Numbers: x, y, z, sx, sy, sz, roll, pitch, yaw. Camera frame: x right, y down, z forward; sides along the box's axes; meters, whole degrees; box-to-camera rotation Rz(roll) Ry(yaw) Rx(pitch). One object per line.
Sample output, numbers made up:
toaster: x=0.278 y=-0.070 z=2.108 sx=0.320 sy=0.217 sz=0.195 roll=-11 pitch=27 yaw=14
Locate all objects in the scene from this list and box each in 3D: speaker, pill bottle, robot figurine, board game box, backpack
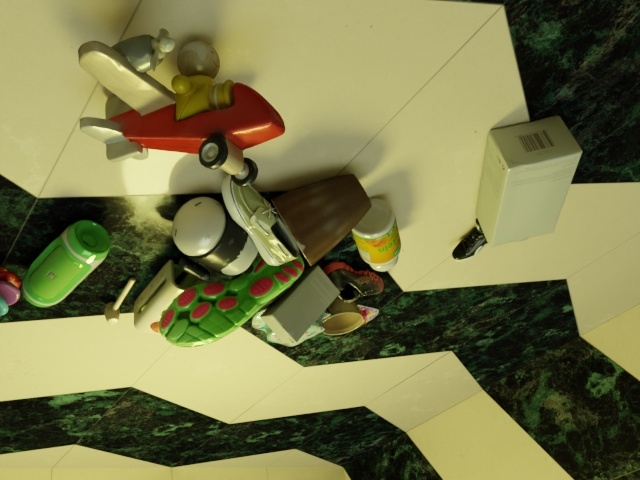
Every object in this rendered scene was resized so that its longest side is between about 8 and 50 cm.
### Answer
speaker: x=-0.701 y=0.067 z=1.581 sx=0.296 sy=0.131 sz=0.131 roll=-37 pitch=139 yaw=29
pill bottle: x=0.176 y=-0.007 z=1.778 sx=0.136 sy=0.137 sz=0.246 roll=-18 pitch=145 yaw=5
robot figurine: x=-0.281 y=-0.007 z=1.592 sx=0.173 sy=0.209 sz=0.278 roll=-14 pitch=149 yaw=29
board game box: x=0.153 y=0.312 z=2.301 sx=0.168 sy=0.033 sz=0.133 roll=18 pitch=133 yaw=-37
backpack: x=-0.117 y=0.247 z=1.993 sx=0.225 sy=0.191 sz=0.253 roll=-32 pitch=138 yaw=28

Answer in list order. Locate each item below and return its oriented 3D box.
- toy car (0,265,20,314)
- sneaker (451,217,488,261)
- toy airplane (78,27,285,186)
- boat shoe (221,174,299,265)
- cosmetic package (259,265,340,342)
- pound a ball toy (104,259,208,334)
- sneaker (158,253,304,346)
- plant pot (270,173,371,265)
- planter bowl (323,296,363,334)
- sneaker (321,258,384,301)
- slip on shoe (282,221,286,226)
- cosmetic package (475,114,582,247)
toy car: x=-0.893 y=0.141 z=1.574 sx=0.136 sy=0.182 sz=0.159 roll=-8 pitch=130 yaw=-16
sneaker: x=0.521 y=-0.021 z=1.942 sx=0.216 sy=0.079 sz=0.121 roll=-34 pitch=138 yaw=13
toy airplane: x=-0.290 y=-0.276 z=1.184 sx=0.384 sy=0.273 sz=0.386 roll=15 pitch=173 yaw=-20
boat shoe: x=-0.155 y=-0.060 z=1.555 sx=0.094 sy=0.109 sz=0.302 roll=-13 pitch=126 yaw=28
cosmetic package: x=-0.064 y=0.204 z=1.839 sx=0.238 sy=0.127 sz=0.107 roll=-43 pitch=-166 yaw=-26
pound a ball toy: x=-0.522 y=0.199 z=1.818 sx=0.208 sy=0.136 sz=0.319 roll=17 pitch=134 yaw=-37
sneaker: x=-0.253 y=0.189 z=1.746 sx=0.482 sy=0.185 sz=0.202 roll=-27 pitch=159 yaw=-28
plant pot: x=0.016 y=-0.081 z=1.589 sx=0.230 sy=0.215 sz=0.215 roll=-32 pitch=144 yaw=-1
planter bowl: x=0.068 y=0.262 z=2.136 sx=0.161 sy=0.109 sz=0.162 roll=-9 pitch=145 yaw=-7
sneaker: x=0.124 y=0.161 z=1.995 sx=0.276 sy=0.135 sz=0.097 roll=20 pitch=131 yaw=-40
slip on shoe: x=-0.145 y=-0.052 z=1.682 sx=0.041 sy=0.052 sz=0.135 roll=-28 pitch=151 yaw=15
cosmetic package: x=0.598 y=-0.161 z=1.703 sx=0.217 sy=0.156 sz=0.385 roll=-12 pitch=146 yaw=-3
